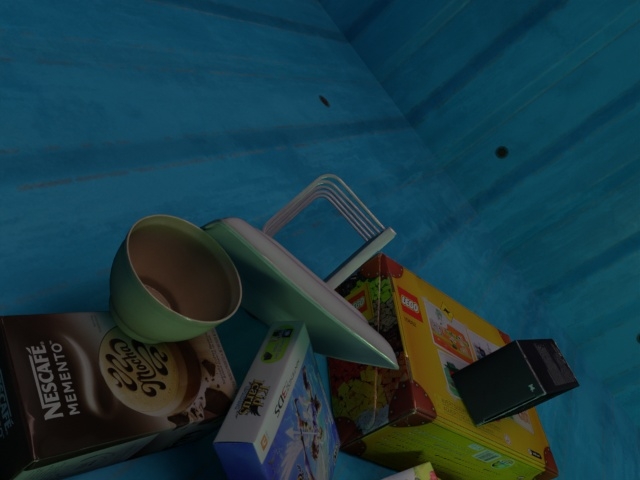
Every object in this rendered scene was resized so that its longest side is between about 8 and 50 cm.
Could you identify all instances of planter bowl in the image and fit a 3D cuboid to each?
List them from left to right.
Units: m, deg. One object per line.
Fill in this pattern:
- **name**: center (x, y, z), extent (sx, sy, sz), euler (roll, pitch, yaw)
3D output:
- **planter bowl**: center (-0.196, 0.062, 0.714), extent (0.162, 0.109, 0.162), euler (35, 30, -24)

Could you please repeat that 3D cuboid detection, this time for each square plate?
- **square plate**: center (-0.076, 0.081, 0.919), extent (0.344, 0.347, 0.049), euler (41, 69, -19)

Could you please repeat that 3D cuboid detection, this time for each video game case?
- **video game case**: center (-0.046, 0.298, 0.829), extent (0.244, 0.061, 0.269), euler (-64, 143, -58)

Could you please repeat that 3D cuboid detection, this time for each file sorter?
- **file sorter**: center (0.000, 0.000, 1.114), extent (0.173, 0.193, 0.277), euler (48, -5, 1)

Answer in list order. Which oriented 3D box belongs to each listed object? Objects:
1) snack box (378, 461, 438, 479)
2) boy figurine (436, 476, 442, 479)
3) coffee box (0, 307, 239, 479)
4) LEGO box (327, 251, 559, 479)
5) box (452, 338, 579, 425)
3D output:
- **snack box**: center (0.150, 0.466, 1.003), extent (0.141, 0.037, 0.100), euler (-11, 60, -20)
- **boy figurine**: center (0.274, 0.555, 1.081), extent (0.285, 0.092, 0.177), euler (41, 7, -16)
- **coffee box**: center (-0.260, 0.186, 0.715), extent (0.297, 0.119, 0.168), euler (5, 53, -54)
- **LEGO box**: center (0.256, 0.310, 1.241), extent (0.500, 0.193, 0.372), euler (32, 34, -32)
- **box**: center (0.384, 0.272, 1.106), extent (0.207, 0.153, 0.108), euler (12, 48, -50)
